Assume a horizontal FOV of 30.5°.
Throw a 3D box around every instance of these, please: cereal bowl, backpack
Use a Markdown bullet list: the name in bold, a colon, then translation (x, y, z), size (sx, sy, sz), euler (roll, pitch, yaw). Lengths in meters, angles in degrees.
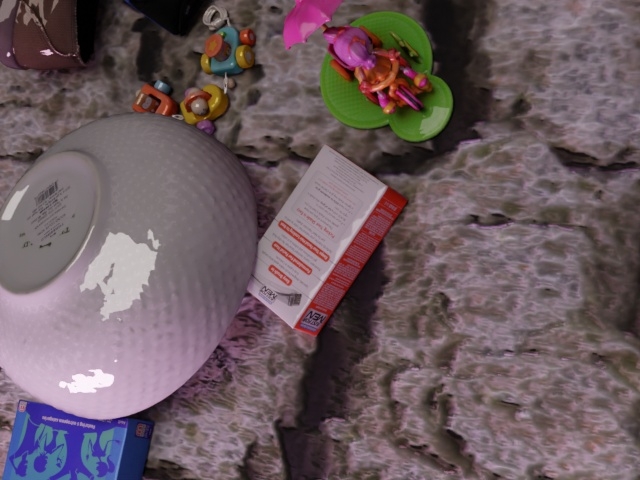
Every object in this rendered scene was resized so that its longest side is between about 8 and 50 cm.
- **cereal bowl**: translation (-0.238, 0.009, 1.224), size (0.339, 0.141, 0.339), euler (-18, 59, 31)
- **backpack**: translation (-0.176, -0.317, 1.342), size (0.120, 0.098, 0.101), euler (-51, 55, 9)

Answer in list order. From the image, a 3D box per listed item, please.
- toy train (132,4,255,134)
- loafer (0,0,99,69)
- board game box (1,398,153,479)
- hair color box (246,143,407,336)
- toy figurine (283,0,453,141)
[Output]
- **toy train**: translation (-0.148, -0.188, 1.319), size (0.125, 0.046, 0.166), euler (39, 97, 32)
- **loafer**: translation (-0.275, -0.368, 1.413), size (0.130, 0.134, 0.366), euler (19, 96, 9)
- **board game box**: translation (-0.272, 0.285, 1.253), size (0.160, 0.047, 0.210), euler (3, 78, 30)
- **hair color box**: translation (0.000, 0.000, 1.177), size (0.093, 0.053, 0.167), euler (37, 94, 32)
- **toy figurine**: translation (0.034, -0.181, 1.147), size (0.130, 0.159, 0.173), euler (-49, 59, 9)
